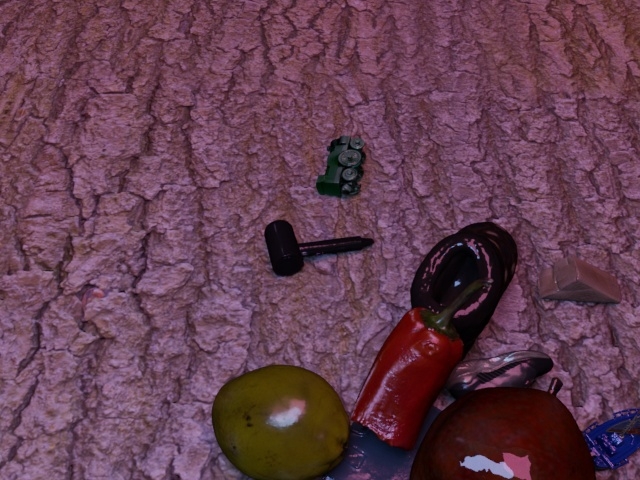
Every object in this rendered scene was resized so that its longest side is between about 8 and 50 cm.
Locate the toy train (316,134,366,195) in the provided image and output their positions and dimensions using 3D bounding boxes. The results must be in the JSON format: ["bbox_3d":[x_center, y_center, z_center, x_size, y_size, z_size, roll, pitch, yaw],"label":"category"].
[{"bbox_3d":[0.056,-0.185,1.760,0.104,0.071,0.178,3,53,14],"label":"toy train"}]

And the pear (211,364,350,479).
[{"bbox_3d":[-0.073,0.327,1.276,0.269,0.212,0.212,14,52,24],"label":"pear"}]

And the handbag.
[{"bbox_3d":[0.122,0.385,1.326,0.179,0.062,0.229,30,57,20],"label":"handbag"}]

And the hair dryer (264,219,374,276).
[{"bbox_3d":[0.000,0.001,1.618,0.247,0.071,0.114,-9,53,-13],"label":"hair dryer"}]

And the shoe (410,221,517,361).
[{"bbox_3d":[0.301,0.066,1.464,0.171,0.237,0.384,27,57,18],"label":"shoe"}]

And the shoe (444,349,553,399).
[{"bbox_3d":[0.351,0.285,1.395,0.227,0.099,0.112,-8,60,-3],"label":"shoe"}]

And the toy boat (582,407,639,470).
[{"bbox_3d":[0.574,0.356,1.331,0.175,0.110,0.091,-22,57,-20],"label":"toy boat"}]

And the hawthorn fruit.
[{"bbox_3d":[0.304,0.389,1.192,0.308,0.308,0.325,17,19,11],"label":"hawthorn fruit"}]

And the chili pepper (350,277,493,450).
[{"bbox_3d":[0.182,0.192,1.262,0.134,0.131,0.338,28,96,20],"label":"chili pepper"}]

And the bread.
[{"bbox_3d":[0.573,0.103,1.580,0.152,0.105,0.077,26,49,-22],"label":"bread"}]
